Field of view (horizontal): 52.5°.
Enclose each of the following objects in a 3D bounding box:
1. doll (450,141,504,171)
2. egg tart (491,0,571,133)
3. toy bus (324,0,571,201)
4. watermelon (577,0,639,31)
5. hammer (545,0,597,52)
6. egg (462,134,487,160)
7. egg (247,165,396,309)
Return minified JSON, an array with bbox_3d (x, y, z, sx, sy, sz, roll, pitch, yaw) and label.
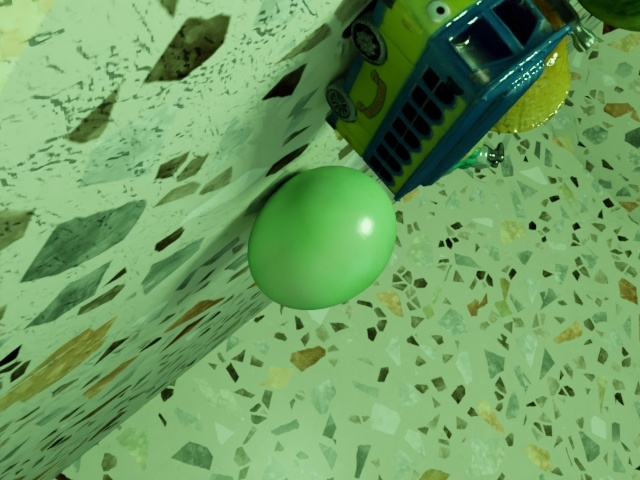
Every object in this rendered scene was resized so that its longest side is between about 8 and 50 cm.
[{"bbox_3d":[0.273,-0.217,1.487,0.258,0.153,0.195,12,159,-28],"label":"doll"},{"bbox_3d":[0.312,-0.293,1.061,0.215,0.215,0.171,-40,163,-4],"label":"egg tart"},{"bbox_3d":[0.123,-0.181,0.732,0.138,0.175,0.288,-38,174,-19],"label":"toy bus"},{"bbox_3d":[0.473,-0.418,0.921,0.242,0.242,0.242,-40,174,-5],"label":"watermelon"},{"bbox_3d":[0.392,-0.408,1.136,0.041,0.159,0.226,-41,-166,18],"label":"hammer"},{"bbox_3d":[0.247,-0.232,1.277,0.164,0.164,0.201,-41,165,1],"label":"egg"},{"bbox_3d":[0.000,0.000,1.072,0.269,0.220,0.220,-45,173,22],"label":"egg"}]
